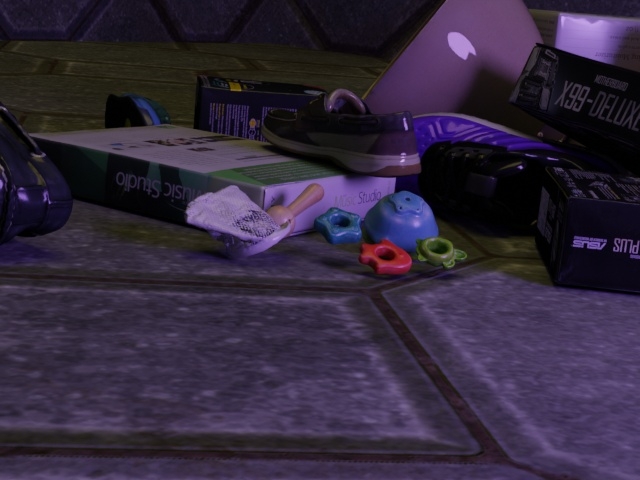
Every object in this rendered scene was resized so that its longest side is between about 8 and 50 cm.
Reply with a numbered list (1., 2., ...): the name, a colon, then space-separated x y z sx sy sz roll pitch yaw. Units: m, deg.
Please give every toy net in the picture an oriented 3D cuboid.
1. toy net: 0.000 0.000 1.028 0.232 0.045 0.122 -1 40 -15

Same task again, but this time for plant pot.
1. plant pot: 0.180 -0.183 1.503 0.191 0.284 0.284 40 13 -3

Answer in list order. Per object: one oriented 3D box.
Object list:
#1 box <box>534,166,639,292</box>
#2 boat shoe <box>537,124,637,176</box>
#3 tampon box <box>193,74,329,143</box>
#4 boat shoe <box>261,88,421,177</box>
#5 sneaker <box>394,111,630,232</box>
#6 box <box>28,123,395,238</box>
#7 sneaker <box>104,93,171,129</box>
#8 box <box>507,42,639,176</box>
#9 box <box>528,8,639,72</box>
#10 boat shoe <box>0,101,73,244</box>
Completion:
1. box: 0.277 -0.010 1.080 0.147 0.078 0.180 6 12 2
2. boat shoe: 0.310 -0.132 1.604 0.116 0.097 0.324 -1 14 -28
3. tampon box: -0.072 -0.141 1.477 0.161 0.101 0.120 3 13 -10
4. boat shoe: 0.022 -0.116 1.216 0.080 0.073 0.223 -3 16 -37
5. sneaker: 0.170 -0.069 1.253 0.293 0.102 0.146 10 14 20
6. box: -0.117 -0.067 1.241 0.322 0.058 0.232 12 14 33
7. sneaker: -0.216 -0.149 1.536 0.082 0.069 0.209 4 12 -22
8. box: 0.380 -0.097 1.246 0.242 0.076 0.307 22 6 -34
9. box: 0.365 -0.246 1.632 0.181 0.119 0.182 1 12 -12
10. boat shoe: -0.310 -0.080 1.053 0.113 0.127 0.340 -2 16 -33
